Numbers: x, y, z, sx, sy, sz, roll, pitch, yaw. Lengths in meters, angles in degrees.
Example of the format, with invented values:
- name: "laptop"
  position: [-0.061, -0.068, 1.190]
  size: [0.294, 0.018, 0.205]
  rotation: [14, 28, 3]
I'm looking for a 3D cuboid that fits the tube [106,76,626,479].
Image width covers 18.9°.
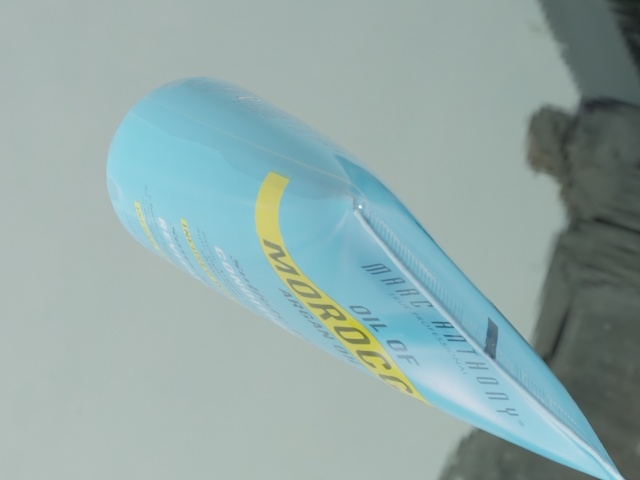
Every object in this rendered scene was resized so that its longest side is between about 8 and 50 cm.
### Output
- name: "tube"
  position: [0.000, 0.000, 0.443]
  size: [0.080, 0.207, 0.052]
  rotation: [40, 86, -22]
